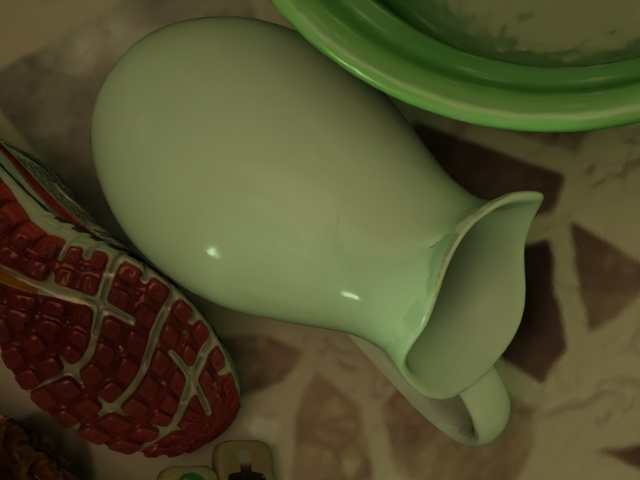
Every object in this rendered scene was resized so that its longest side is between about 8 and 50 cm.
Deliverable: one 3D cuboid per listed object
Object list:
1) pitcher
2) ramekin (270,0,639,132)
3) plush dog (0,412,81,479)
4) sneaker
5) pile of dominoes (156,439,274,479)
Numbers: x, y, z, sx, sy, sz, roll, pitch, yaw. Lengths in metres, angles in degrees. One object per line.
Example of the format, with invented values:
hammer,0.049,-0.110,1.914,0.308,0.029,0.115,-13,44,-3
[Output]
pitcher,0.000,0.000,0.762,0.207,0.178,0.125,32,61,31
ramekin,0.109,-0.190,0.731,0.303,0.148,0.303,-1,86,13
plush dog,-0.237,0.153,0.796,0.262,0.210,0.225,23,76,-15
sneaker,-0.124,0.011,0.805,0.225,0.093,0.088,43,106,-6
pile of dominoes,-0.079,0.206,0.724,0.251,0.040,0.196,-19,80,-33
